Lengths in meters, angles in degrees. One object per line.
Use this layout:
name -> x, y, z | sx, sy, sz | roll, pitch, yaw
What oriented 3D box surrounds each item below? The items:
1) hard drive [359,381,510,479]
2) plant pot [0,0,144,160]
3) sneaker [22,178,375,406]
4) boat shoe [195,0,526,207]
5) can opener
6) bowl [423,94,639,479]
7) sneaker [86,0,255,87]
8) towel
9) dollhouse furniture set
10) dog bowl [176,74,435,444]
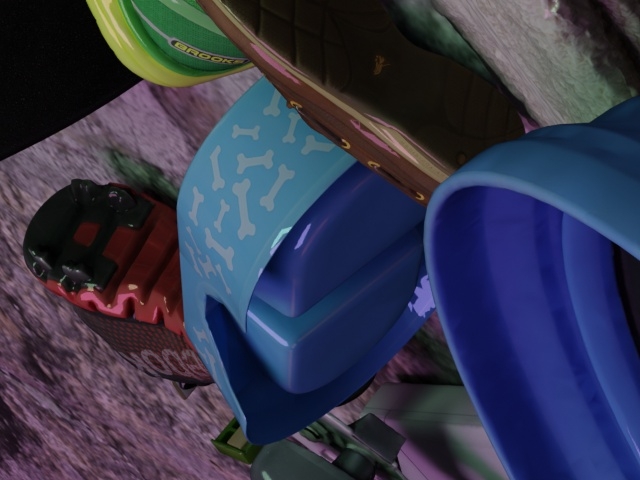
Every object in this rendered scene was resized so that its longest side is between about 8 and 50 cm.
hard drive -> 0.195, 0.181, 1.155 | 0.233, 0.047, 0.353 | 49, 155, -20
plant pot -> -0.214, -0.145, 1.050 | 0.187, 0.167, 0.188 | 28, 155, 29
sneaker -> -0.068, 0.050, 1.267 | 0.276, 0.097, 0.135 | 21, 158, 30
boat shoe -> 0.005, -0.073, 0.819 | 0.178, 0.064, 0.060 | 39, 146, -6
can opener -> 0.081, 0.204, 1.170 | 0.283, 0.095, 0.076 | 39, 158, -4
bowl -> 0.178, 0.123, 0.624 | 0.391, 0.077, 0.391 | 54, 169, 16
sneaker -> -0.076, -0.204, 0.845 | 0.123, 0.109, 0.295 | -7, 130, 25
towel -> 0.061, -0.121, 0.729 | 0.282, 0.049, 0.187 | 51, 180, -23
dollhouse furniture set -> -0.083, 0.095, 1.414 | 0.076, 0.058, 0.151 | 16, 147, 44
dog bowl -> 0.000, 0.000, 0.997 | 0.074, 0.166, 0.297 | 45, 160, 20
